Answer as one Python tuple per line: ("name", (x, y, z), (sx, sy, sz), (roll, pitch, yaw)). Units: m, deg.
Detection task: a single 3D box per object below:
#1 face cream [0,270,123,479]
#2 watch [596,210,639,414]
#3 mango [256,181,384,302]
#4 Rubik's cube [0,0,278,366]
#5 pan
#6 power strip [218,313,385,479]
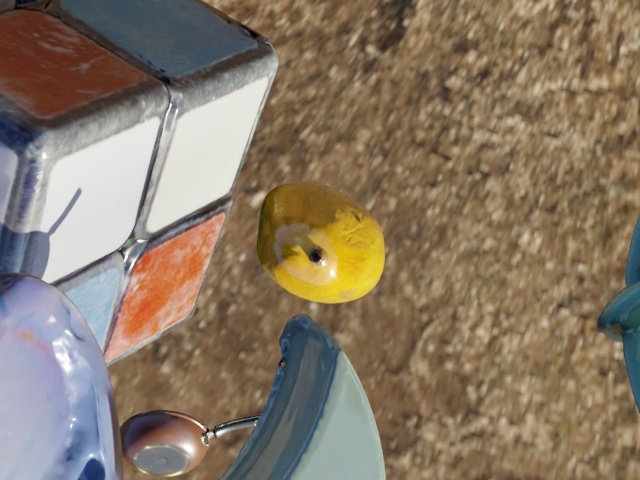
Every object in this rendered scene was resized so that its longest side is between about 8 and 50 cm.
("face cream", (-0.252, 0.130, 0.903), (0.225, 0.249, 0.249), (0, 114, 22))
("watch", (0.176, 0.025, 0.510), (0.237, 0.068, 0.195), (-34, 65, 60))
("mango", (0.000, 0.000, 1.175), (0.098, 0.190, 0.075), (44, 95, -2))
("Rubik's cube", (-0.274, -0.072, 1.435), (0.318, 0.313, 0.316), (34, 125, 19))
("pan", (-0.091, 0.146, 1.219), (0.115, 0.023, 0.068), (-12, 136, 7))
("power strip", (-0.082, 0.142, 0.669), (0.054, 0.253, 0.167), (3, 112, 63))
